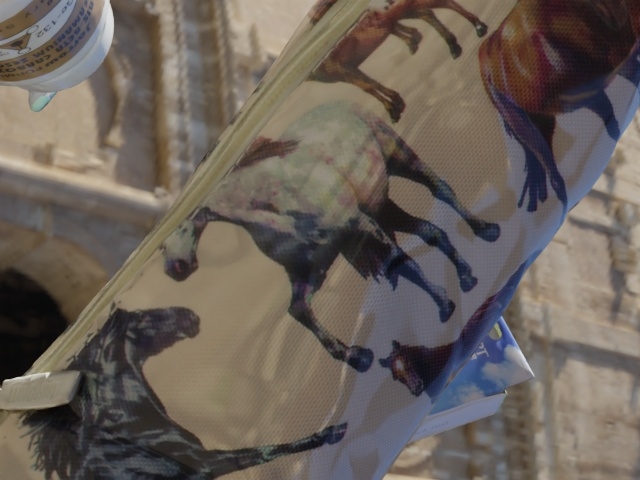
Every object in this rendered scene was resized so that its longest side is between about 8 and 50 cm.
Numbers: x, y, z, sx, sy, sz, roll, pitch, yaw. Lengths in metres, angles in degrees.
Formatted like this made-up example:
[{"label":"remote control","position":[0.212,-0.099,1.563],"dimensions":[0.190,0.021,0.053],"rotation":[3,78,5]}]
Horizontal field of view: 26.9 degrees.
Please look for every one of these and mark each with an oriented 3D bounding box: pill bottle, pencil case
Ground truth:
[{"label":"pill bottle","position":[-0.214,-0.176,0.904],"dimensions":[0.229,0.131,0.131],"rotation":[66,33,-81]},{"label":"pencil case","position":[0.000,0.000,0.618],"dimensions":[0.410,0.183,0.160],"rotation":[-53,-141,-3]}]

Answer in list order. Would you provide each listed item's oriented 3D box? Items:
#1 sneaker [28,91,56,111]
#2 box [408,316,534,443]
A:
[{"label":"sneaker","position":[-0.251,-0.159,1.133],"dimensions":[0.038,0.069,0.098],"rotation":[-35,-143,41]},{"label":"box","position":[0.039,0.084,0.897],"dimensions":[0.042,0.178,0.109],"rotation":[102,-33,-56]}]
